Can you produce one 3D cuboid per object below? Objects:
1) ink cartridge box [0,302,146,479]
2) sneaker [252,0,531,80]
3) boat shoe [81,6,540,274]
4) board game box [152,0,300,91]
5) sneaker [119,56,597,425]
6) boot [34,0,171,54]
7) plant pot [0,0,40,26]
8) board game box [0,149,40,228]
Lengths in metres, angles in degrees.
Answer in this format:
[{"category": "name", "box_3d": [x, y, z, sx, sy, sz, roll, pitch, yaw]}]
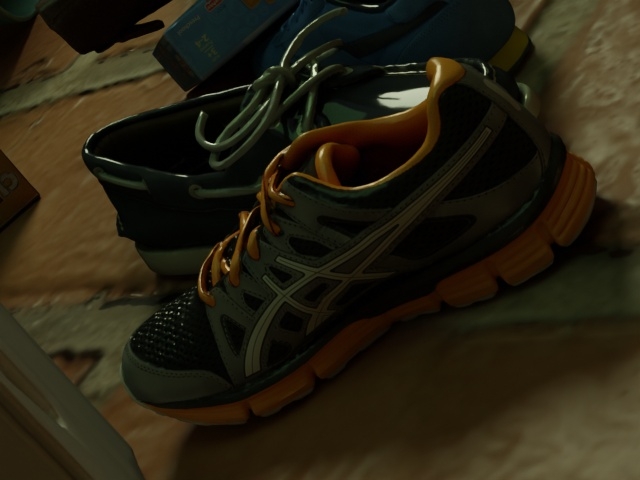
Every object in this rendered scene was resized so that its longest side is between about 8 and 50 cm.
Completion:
[{"category": "ink cartridge box", "box_3d": [-0.236, 0.126, 0.589, 0.306, 0.226, 0.131, -38, 26, -2]}, {"category": "sneaker", "box_3d": [0.018, -0.114, 0.828, 0.069, 0.082, 0.209, -50, 25, -19]}, {"category": "boat shoe", "box_3d": [-0.014, -0.046, 0.754, 0.254, 0.079, 0.095, -8, 38, 48]}, {"category": "board game box", "box_3d": [-0.005, -0.169, 0.954, 0.211, 0.039, 0.160, -40, 7, -4]}, {"category": "sneaker", "box_3d": [0.000, 0.000, 0.653, 0.215, 0.083, 0.084, -30, 27, 21]}, {"category": "boot", "box_3d": [-0.072, -0.203, 0.993, 0.207, 0.090, 0.248, -42, 2, 11]}, {"category": "plant pot", "box_3d": [-0.404, -0.291, 1.392, 0.235, 0.293, 0.293, -17, 28, 9]}, {"category": "board game box", "box_3d": [-0.319, -0.010, 1.011, 0.243, 0.165, 0.042, -42, 25, -9]}]
